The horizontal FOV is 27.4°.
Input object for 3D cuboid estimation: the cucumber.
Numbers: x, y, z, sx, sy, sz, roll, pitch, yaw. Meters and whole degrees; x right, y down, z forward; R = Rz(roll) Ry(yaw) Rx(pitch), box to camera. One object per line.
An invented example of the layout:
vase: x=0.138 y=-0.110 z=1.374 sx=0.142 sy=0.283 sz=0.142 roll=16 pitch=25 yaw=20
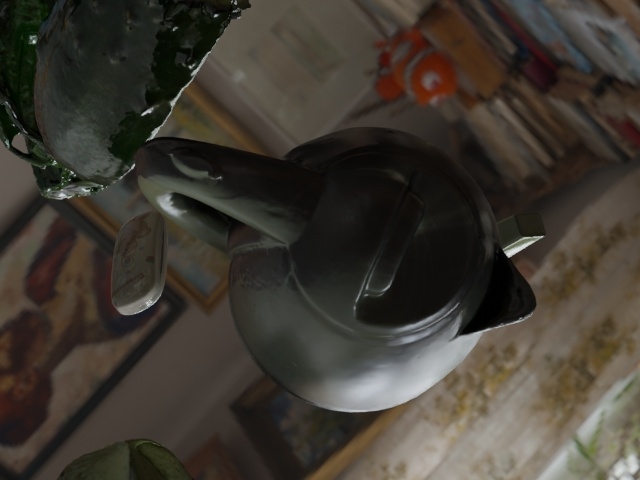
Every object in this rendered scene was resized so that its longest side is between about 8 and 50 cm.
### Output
cucumber: x=-0.189 y=-0.150 z=1.177 sx=0.145 sy=0.325 sz=0.105 roll=24 pitch=-129 yaw=-16

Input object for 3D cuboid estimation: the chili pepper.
chili pepper: x=-0.384 y=-0.230 z=1.634 sx=0.213 sy=0.167 sz=0.385 roll=-16 pitch=-94 yaw=-46

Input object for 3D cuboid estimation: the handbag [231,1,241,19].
handbag: x=-0.188 y=-0.502 z=1.927 sx=0.240 sy=0.247 sz=0.341 roll=17 pitch=146 yaw=9

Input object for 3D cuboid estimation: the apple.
apple: x=-0.258 y=0.370 z=1.735 sx=0.174 sy=0.207 sz=0.188 roll=103 pitch=158 yaw=-62

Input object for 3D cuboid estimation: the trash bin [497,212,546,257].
trash bin: x=0.259 y=-0.005 z=1.814 sx=0.061 sy=0.092 sz=0.043 roll=-3 pitch=-111 yaw=-41

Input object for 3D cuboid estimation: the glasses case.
glasses case: x=-0.267 y=0.031 z=1.939 sx=0.051 sy=0.081 sz=0.204 roll=57 pitch=-164 yaw=-36

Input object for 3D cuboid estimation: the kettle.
kettle: x=0.000 y=0.000 z=1.039 sx=0.320 sy=0.228 sz=0.324 roll=26 pitch=171 yaw=0
